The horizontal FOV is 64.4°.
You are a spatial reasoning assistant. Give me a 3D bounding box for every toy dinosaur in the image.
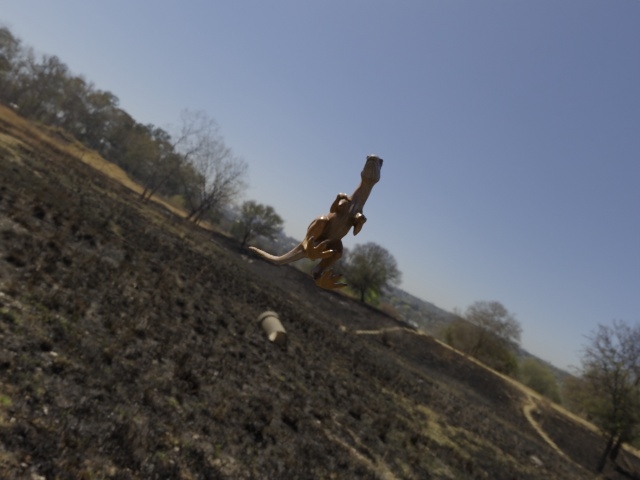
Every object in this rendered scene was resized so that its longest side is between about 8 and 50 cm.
[{"bbox_3d":[0.000,0.000,0.539,0.064,0.211,0.112,39,31,-21],"label":"toy dinosaur"}]
